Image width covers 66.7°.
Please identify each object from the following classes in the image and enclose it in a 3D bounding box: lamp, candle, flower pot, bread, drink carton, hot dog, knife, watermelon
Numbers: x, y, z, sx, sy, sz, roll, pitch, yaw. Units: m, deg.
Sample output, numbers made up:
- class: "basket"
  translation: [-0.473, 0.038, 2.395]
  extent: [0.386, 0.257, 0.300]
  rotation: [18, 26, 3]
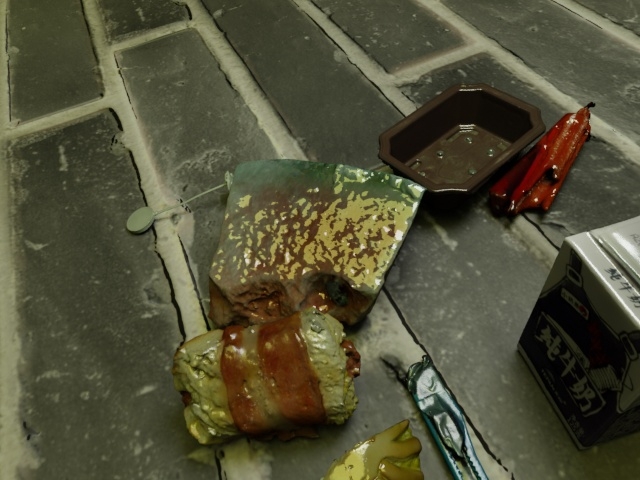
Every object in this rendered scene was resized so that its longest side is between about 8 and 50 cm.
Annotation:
- class: "lamp"
  translation: [-0.221, -0.053, 0.802]
  extent: [0.198, 0.056, 0.050]
  rotation: [-22, 52, 4]
- class: "candle"
  translation: [0.363, -0.135, 0.767]
  extent: [0.084, 0.059, 0.302]
  rotation: [36, 63, 15]
- class: "flower pot"
  translation: [0.219, -0.142, 0.776]
  extent: [0.250, 0.084, 0.179]
  rotation: [-37, 56, -20]
- class: "bread"
  translation: [0.044, 0.257, 0.484]
  extent: [0.157, 0.083, 0.094]
  rotation: [-23, 64, -12]
- class: "drink carton"
  translation: [0.293, 0.097, 0.480]
  extent: [0.101, 0.222, 0.134]
  rotation: [-14, 51, -5]
- class: "hot dog"
  translation: [-0.059, 0.154, 0.556]
  extent: [0.212, 0.103, 0.146]
  rotation: [-7, 92, 5]
- class: "knife"
  translation: [0.161, 0.249, 0.503]
  extent: [0.044, 0.026, 0.297]
  rotation: [-11, 49, -17]
- class: "watermelon"
  translation: [0.000, -0.014, 0.656]
  extent: [0.263, 0.151, 0.302]
  rotation: [9, 53, 14]
